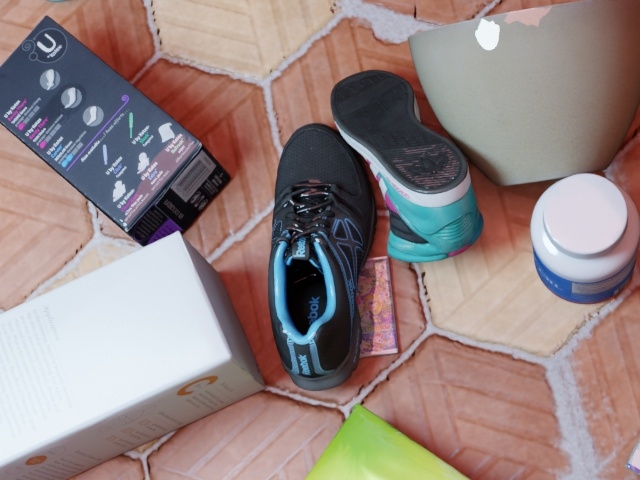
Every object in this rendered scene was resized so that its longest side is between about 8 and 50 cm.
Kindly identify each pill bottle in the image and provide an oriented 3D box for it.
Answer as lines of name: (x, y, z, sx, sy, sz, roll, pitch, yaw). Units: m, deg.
pill bottle: (0.303, -0.006, 1.847, 0.124, 0.221, 0.124, -2, 76, 9)

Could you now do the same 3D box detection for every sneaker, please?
sneaker: (0.000, 0.000, 1.926, 0.125, 0.140, 0.341, -6, 65, 8)
sneaker: (0.108, -0.073, 1.943, 0.123, 0.178, 0.295, -22, 39, -8)

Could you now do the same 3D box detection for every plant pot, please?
plant pot: (0.255, -0.166, 1.886, 0.284, 0.284, 0.191, -8, 93, 7)

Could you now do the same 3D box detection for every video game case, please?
video game case: (0.046, 0.083, 1.976, 0.087, 0.011, 0.122, -7, 76, 7)

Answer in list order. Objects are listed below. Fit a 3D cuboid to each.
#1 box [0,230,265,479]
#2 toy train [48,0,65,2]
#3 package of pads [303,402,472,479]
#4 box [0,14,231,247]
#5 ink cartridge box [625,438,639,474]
box: (-0.266, 0.156, 1.902, 0.345, 0.215, 0.168, -24, 74, 2)
toy train: (-0.274, -0.434, 2.095, 0.333, 0.142, 0.190, -11, 65, 6)
package of pads: (0.095, 0.359, 1.826, 0.296, 0.101, 0.229, 32, 81, 30)
box: (-0.267, -0.126, 1.997, 0.270, 0.165, 0.143, 39, 86, 15)
ink cartridge box: (0.497, 0.217, 1.852, 0.223, 0.045, 0.224, 29, 83, 14)
